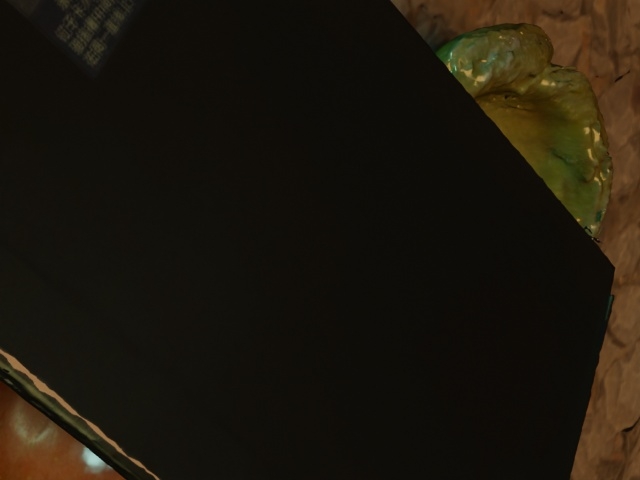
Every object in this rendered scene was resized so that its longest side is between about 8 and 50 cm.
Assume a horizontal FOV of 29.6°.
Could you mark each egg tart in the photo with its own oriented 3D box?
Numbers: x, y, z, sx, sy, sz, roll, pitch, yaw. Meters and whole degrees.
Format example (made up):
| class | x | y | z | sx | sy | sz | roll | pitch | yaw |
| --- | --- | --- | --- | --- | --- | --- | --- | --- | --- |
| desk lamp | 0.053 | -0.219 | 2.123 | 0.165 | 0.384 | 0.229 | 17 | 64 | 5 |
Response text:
| class | x | y | z | sx | sy | sz | roll | pitch | yaw |
| --- | --- | --- | --- | --- | --- | --- | --- | --- | --- |
| egg tart | 0.071 | -0.017 | 0.634 | 0.197 | 0.078 | 0.197 | -14 | 113 | -37 |

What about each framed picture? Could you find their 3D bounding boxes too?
| class | x | y | z | sx | sy | sz | roll | pitch | yaw |
| --- | --- | --- | --- | --- | --- | --- | --- | --- | --- |
| framed picture | 0.000 | 0.000 | 0.466 | 0.339 | 0.014 | 0.255 | 45 | 48 | -26 |

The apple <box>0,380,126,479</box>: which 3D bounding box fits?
| class | x | y | z | sx | sy | sz | roll | pitch | yaw |
| --- | --- | --- | --- | --- | --- | --- | --- | --- | --- |
| apple | -0.068 | 0.098 | 0.493 | 0.163 | 0.163 | 0.139 | -14 | 124 | -38 |
